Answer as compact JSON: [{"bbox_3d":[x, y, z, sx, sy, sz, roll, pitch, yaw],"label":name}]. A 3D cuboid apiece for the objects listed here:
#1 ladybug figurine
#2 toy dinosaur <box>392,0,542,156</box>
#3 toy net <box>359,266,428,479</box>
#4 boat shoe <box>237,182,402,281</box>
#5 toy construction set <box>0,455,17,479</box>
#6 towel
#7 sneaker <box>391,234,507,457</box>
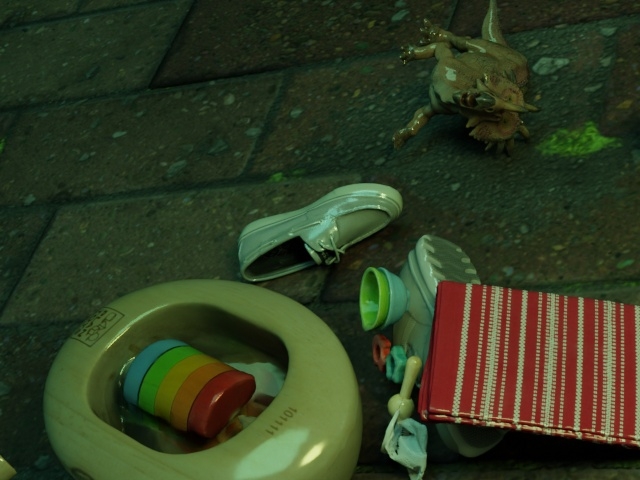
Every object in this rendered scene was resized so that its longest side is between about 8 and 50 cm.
[{"bbox_3d":[-0.125,0.194,1.742,0.305,0.162,0.449,-44,40,-19],"label":"ladybug figurine"},{"bbox_3d":[0.214,-0.204,2.044,0.200,0.127,0.296,8,37,28],"label":"toy dinosaur"},{"bbox_3d":[0.070,0.149,1.701,0.045,0.122,0.232,2,70,-20],"label":"toy net"},{"bbox_3d":[-0.001,0.000,1.974,0.227,0.079,0.081,-19,44,22],"label":"boat shoe"},{"bbox_3d":[-0.353,0.357,1.601,0.237,0.309,0.257,-45,32,-14],"label":"toy construction set"},{"bbox_3d":[0.242,0.129,1.617,0.275,0.031,0.199,8,43,3],"label":"towel"},{"bbox_3d":[0.137,0.130,1.736,0.115,0.105,0.281,-51,31,35],"label":"sneaker"}]
